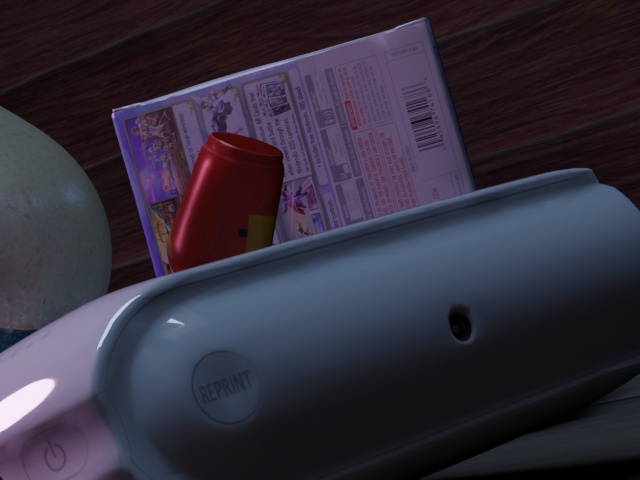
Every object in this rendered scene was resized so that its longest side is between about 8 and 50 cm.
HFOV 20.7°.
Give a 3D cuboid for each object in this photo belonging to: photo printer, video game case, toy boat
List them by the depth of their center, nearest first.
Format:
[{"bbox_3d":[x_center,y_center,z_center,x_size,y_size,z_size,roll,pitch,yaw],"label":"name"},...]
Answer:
[{"bbox_3d":[-0.036,0.076,0.743,0.307,0.107,0.256,-16,-11,-39],"label":"photo printer"},{"bbox_3d":[-0.156,0.007,0.874,0.318,0.148,0.267,7,16,-37],"label":"toy boat"},{"bbox_3d":[0.000,0.000,1.297,0.244,0.270,0.061,-16,-1,6],"label":"video game case"}]
